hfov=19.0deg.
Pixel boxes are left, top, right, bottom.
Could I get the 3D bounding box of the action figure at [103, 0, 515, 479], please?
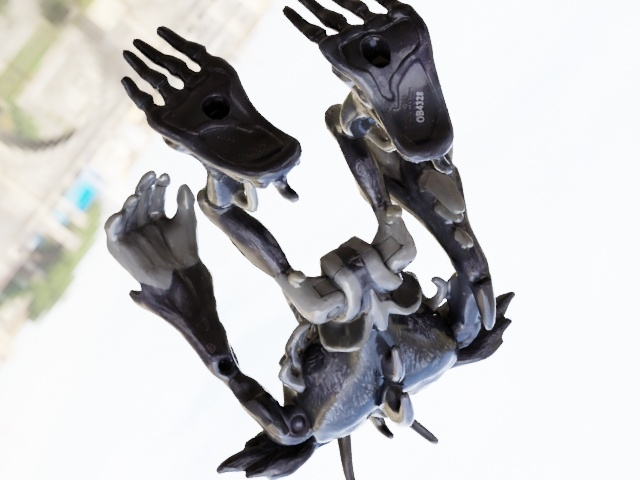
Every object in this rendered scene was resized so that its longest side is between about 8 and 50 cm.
[{"bbox_3d":[0.000,0.000,0.830,0.164,0.141,0.276,-25,147,-11],"label":"action figure"}]
